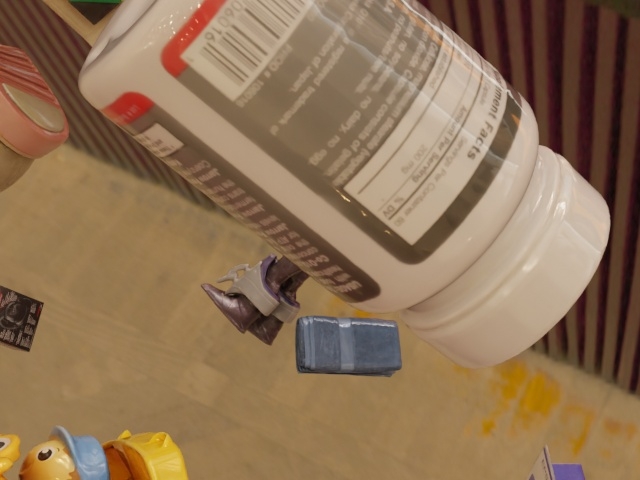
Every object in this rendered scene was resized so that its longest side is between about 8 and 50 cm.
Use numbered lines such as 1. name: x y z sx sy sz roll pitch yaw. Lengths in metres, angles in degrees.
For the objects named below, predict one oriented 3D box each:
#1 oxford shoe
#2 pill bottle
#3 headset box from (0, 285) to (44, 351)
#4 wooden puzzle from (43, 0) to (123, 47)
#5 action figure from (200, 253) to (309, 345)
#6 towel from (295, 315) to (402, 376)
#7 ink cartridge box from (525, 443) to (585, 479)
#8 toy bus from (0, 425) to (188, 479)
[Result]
1. oxford shoe: -0.413 -0.208 1.279 0.146 0.140 0.397 -41 69 15
2. pill bottle: 0.019 -0.061 0.734 0.283 0.161 0.161 39 77 -19
3. headset box: -0.366 0.088 1.484 0.032 0.083 0.062 4 75 35
4. wooden puzzle: -0.316 -0.404 1.775 0.221 0.239 0.044 -36 28 19
5. action figure: 0.000 0.000 1.546 0.285 0.185 0.099 -42 78 3
6. towel: 0.031 0.119 1.452 0.119 0.029 0.067 3 71 -14
7. ink cartridge box: 0.248 0.353 1.355 0.069 0.371 0.175 -9 63 -4
8. toy bus: -0.097 0.157 0.574 0.211 0.149 0.220 -32 98 -24
